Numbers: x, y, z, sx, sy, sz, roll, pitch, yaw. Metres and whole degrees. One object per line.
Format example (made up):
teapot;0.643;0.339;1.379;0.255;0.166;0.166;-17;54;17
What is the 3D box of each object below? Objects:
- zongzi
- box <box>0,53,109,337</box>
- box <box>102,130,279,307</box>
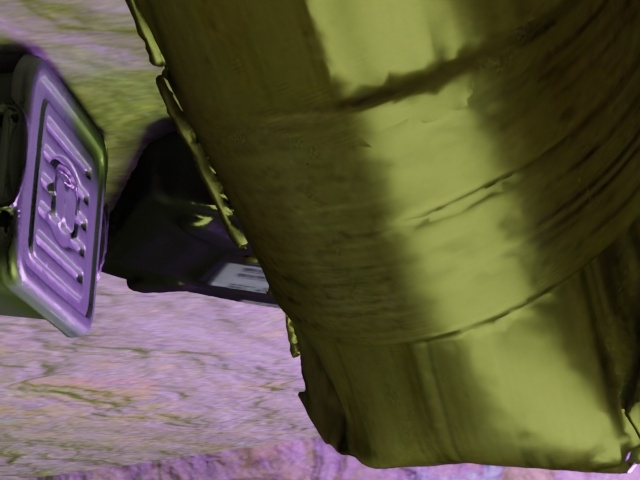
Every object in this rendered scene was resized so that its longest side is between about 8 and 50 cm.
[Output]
zongzi;0.050;-0.211;0.815;0.218;0.467;0.500;-9;127;20
box;-0.242;-0.027;1.287;0.135;0.163;0.243;1;167;7
box;0.000;0.000;1.539;0.359;0.091;0.350;8;165;-13
